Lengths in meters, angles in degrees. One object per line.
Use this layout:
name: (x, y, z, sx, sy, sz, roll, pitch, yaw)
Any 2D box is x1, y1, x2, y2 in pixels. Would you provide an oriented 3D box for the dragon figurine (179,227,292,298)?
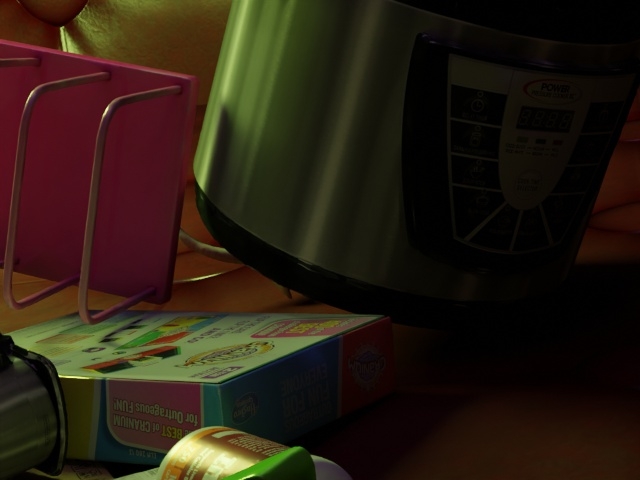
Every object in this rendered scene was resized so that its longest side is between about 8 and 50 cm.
dragon figurine: (0.000, 0.000, 1.778, 0.289, 0.085, 0.144, -3, 11, 3)

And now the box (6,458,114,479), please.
box: (-0.210, 0.197, 1.204, 0.164, 0.021, 0.201, -13, 14, -18)

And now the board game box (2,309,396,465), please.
board game box: (-0.136, 0.109, 1.389, 0.316, 0.064, 0.242, 0, 9, 33)

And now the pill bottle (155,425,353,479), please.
pill bottle: (-0.029, 0.166, 1.073, 0.086, 0.086, 0.152, -18, 15, -35)

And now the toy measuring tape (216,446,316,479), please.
toy measuring tape: (-0.091, 0.209, 0.974, 0.330, 0.121, 0.121, -27, 0, 34)

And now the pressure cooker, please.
pressure cooker: (0.094, -0.176, 1.540, 0.375, 0.420, 0.370, 20, 22, 10)

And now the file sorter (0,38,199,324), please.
file sorter: (-0.280, -0.058, 1.493, 0.290, 0.202, 0.182, 12, 12, 15)

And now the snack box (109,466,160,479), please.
snack box: (-0.164, 0.182, 1.140, 0.178, 0.022, 0.064, -13, 14, -20)

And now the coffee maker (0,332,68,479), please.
coffee maker: (-0.293, 0.141, 1.231, 0.171, 0.120, 0.178, -16, 4, 44)
